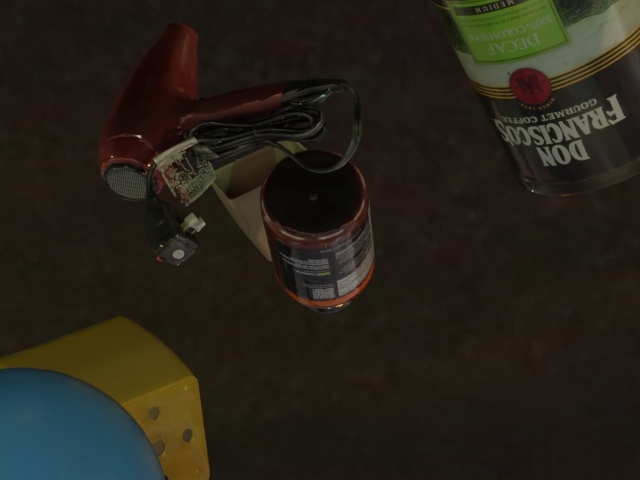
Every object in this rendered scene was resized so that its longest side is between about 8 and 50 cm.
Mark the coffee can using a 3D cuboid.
[{"bbox_3d":[0.221,-0.211,1.469,0.201,0.201,0.275,-9,123,35],"label":"coffee can"}]

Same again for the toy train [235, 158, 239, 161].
[{"bbox_3d":[-0.087,-0.088,2.165,0.083,0.017,0.023,30,148,10],"label":"toy train"}]

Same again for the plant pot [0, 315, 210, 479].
[{"bbox_3d":[-0.254,0.235,1.911,0.212,0.212,0.187,-19,-159,-40],"label":"plant pot"}]

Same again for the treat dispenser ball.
[{"bbox_3d":[-0.290,0.266,1.491,0.288,0.288,0.288,5,160,2],"label":"treat dispenser ball"}]

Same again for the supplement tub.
[{"bbox_3d":[0.000,0.000,1.537,0.106,0.106,0.198,3,153,6],"label":"supplement tub"}]

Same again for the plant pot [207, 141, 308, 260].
[{"bbox_3d":[-0.050,-0.041,1.748,0.109,0.096,0.109,-26,-157,-9],"label":"plant pot"}]

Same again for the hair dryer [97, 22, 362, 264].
[{"bbox_3d":[-0.096,-0.104,1.410,0.223,0.293,0.080,-31,136,-6],"label":"hair dryer"}]
